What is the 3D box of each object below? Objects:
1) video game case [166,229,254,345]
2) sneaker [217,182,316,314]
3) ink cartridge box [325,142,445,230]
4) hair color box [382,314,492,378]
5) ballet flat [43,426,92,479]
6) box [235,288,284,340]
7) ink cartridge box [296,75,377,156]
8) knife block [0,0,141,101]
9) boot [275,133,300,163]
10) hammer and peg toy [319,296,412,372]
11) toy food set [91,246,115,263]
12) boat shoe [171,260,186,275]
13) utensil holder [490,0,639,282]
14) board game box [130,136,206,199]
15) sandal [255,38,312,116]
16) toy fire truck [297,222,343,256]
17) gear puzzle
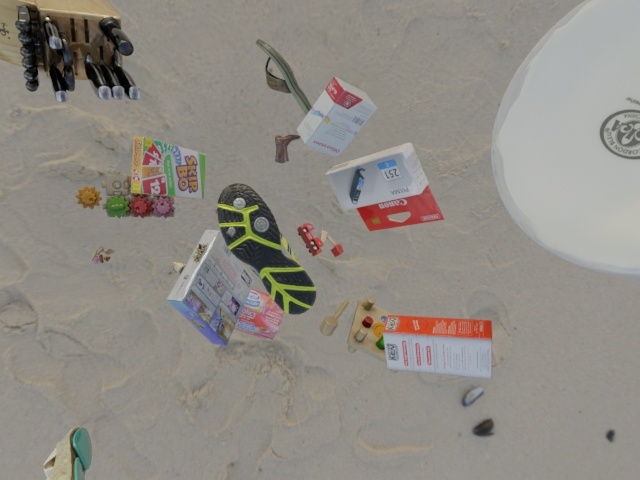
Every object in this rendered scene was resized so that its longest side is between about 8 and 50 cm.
[{"bbox_3d":[-0.314,0.145,1.335,0.061,0.269,0.244,3,53,23],"label":"video game case"},{"bbox_3d":[-0.155,0.027,1.197,0.145,0.147,0.384,-30,95,-8],"label":"sneaker"},{"bbox_3d":[0.190,-0.135,1.354,0.066,0.296,0.261,-46,115,-38],"label":"ink cartridge box"},{"bbox_3d":[0.162,0.146,0.617,0.141,0.043,0.071,0,118,19],"label":"hair color box"},{"bbox_3d":[-0.314,0.278,0.542,0.053,0.168,0.057,-20,99,-23],"label":"ballet flat"},{"bbox_3d":[-0.263,0.248,1.587,0.257,0.128,0.122,20,57,-5],"label":"box"},{"bbox_3d":[0.040,-0.319,1.170,0.128,0.072,0.175,10,132,-44],"label":"ink cartridge box"},{"bbox_3d":[-0.316,-0.279,0.618,0.242,0.275,0.088,19,125,2],"label":"knife block"},{"bbox_3d":[-0.130,-0.363,1.782,0.107,0.037,0.114,-3,85,5],"label":"boot"},{"bbox_3d":[0.197,0.339,1.768,0.362,0.266,0.127,26,126,0],"label":"hammer and peg toy"},{"bbox_3d":[-0.892,0.061,1.816,0.019,0.122,0.077,23,85,8],"label":"toy food set"},{"bbox_3d":[-0.488,0.094,1.552,0.045,0.135,0.050,35,72,-3],"label":"boat shoe"},{"bbox_3d":[0.441,-0.090,0.538,0.386,0.328,0.327,8,96,-39],"label":"utensil holder"},{"bbox_3d":[-0.358,-0.169,1.098,0.039,0.259,0.124,6,94,17],"label":"board game box"},{"bbox_3d":[-0.118,-0.489,1.395,0.086,0.120,0.302,-30,102,12],"label":"sandal"},{"bbox_3d":[0.000,0.000,1.914,0.135,0.047,0.192,-30,87,-35],"label":"toy fire truck"},{"bbox_3d":[-0.711,-0.167,1.635,0.339,0.044,0.175,-1,98,-18],"label":"gear puzzle"}]
